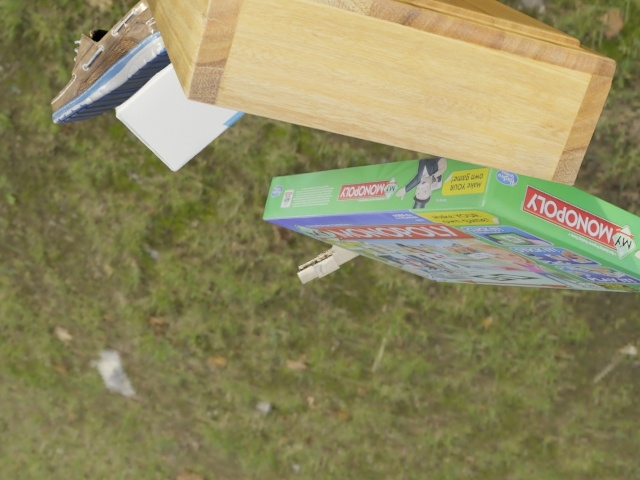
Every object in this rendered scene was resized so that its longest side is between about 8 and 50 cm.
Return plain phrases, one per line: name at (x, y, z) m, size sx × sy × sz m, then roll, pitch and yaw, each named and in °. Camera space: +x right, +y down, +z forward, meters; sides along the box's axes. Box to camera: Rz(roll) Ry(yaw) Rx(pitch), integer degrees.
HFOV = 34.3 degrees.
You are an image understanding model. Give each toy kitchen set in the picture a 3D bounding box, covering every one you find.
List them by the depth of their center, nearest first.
toy kitchen set at (0.000, 0.000, 1.336) m, size 0.083 × 0.068 × 0.075 m, roll -28°, pitch 98°, yaw 10°

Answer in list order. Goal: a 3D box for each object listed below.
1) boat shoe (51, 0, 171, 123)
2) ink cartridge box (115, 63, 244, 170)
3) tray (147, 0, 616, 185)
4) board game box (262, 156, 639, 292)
boat shoe at (-0.207, -0.176, 1.025) m, size 0.183 × 0.066 × 0.066 m, roll -27°, pitch 87°, yaw 31°
ink cartridge box at (-0.195, -0.268, 1.564) m, size 0.223 × 0.307 × 0.129 m, roll -40°, pitch 119°, yaw 7°
tray at (-0.002, -0.156, 0.666) m, size 0.203 × 0.411 × 0.076 m, roll 10°, pitch 111°, yaw -18°
board game box at (0.118, -0.010, 0.878) m, size 0.213 × 0.046 × 0.317 m, roll 19°, pitch 170°, yaw -29°
